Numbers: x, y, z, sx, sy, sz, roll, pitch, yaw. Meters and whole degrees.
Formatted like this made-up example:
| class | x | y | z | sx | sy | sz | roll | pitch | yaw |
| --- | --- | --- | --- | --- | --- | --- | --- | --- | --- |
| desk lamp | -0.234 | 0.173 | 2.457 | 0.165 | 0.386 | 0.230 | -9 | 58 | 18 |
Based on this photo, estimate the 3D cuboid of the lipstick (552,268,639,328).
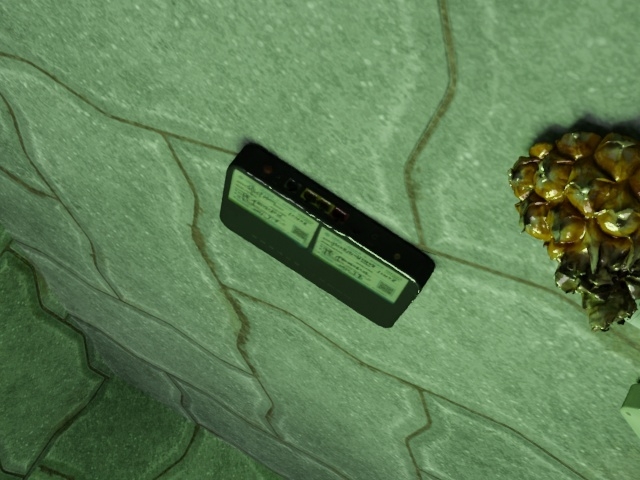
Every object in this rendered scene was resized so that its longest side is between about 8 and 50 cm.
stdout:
| class | x | y | z | sx | sy | sz | roll | pitch | yaw |
| --- | --- | --- | --- | --- | --- | --- | --- | --- | --- |
| lipstick | 0.419 | 0.086 | 0.839 | 0.317 | 0.066 | 0.068 | 31 | 154 | 11 |

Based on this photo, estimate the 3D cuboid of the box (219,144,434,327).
| class | x | y | z | sx | sy | sz | roll | pitch | yaw |
| --- | --- | --- | --- | --- | --- | --- | --- | --- | --- |
| box | 0.000 | 0.000 | 1.216 | 0.350 | 0.058 | 0.211 | 34 | 152 | 5 |

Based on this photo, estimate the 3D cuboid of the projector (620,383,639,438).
| class | x | y | z | sx | sy | sz | roll | pitch | yaw |
| --- | --- | --- | --- | --- | --- | --- | --- | --- | --- |
| projector | 0.564 | 0.300 | 1.003 | 0.257 | 0.079 | 0.259 | 48 | 153 | -25 |

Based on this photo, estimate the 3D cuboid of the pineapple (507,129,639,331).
| class | x | y | z | sx | sy | sz | roll | pitch | yaw |
| --- | --- | --- | --- | --- | --- | --- | --- | --- | --- |
| pineapple | 0.292 | -0.008 | 0.741 | 0.250 | 0.164 | 0.140 | 35 | 146 | 10 |
